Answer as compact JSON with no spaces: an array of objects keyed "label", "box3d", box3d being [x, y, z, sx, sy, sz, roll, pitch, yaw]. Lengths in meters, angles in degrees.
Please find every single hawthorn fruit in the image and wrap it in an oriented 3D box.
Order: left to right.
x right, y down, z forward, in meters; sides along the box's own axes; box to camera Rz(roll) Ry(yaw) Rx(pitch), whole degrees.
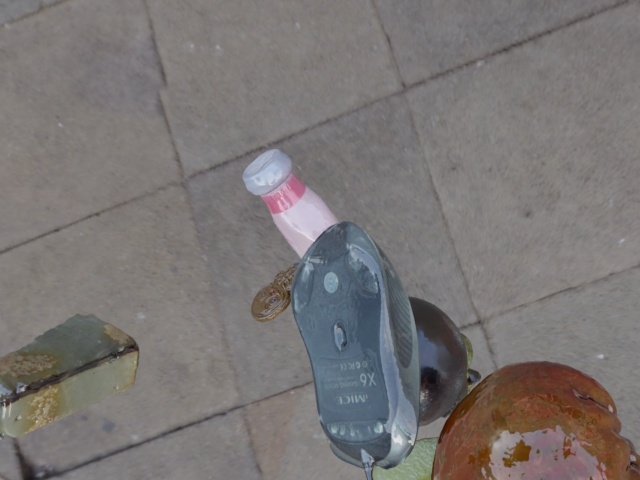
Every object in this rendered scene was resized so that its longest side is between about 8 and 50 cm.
[{"label":"hawthorn fruit","box3d":[0.365,0.416,1.343,0.402,0.403,0.403,-1,82,11]}]

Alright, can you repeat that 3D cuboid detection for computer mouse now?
[{"label":"computer mouse","box3d":[0.058,0.164,0.940,0.167,0.090,0.380,-13,80,47]}]

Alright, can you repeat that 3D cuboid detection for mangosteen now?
[{"label":"mangosteen","box3d":[0.202,0.275,1.775,0.329,0.330,0.330,-1,82,11]}]

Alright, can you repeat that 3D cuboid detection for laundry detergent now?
[{"label":"laundry detergent","box3d":[0.000,0.000,1.245,0.088,0.159,0.335,-44,117,-12]}]

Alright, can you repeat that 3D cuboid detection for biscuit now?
[{"label":"biscuit","box3d":[-0.101,0.121,1.836,0.175,0.026,0.124,-48,32,-12]}]

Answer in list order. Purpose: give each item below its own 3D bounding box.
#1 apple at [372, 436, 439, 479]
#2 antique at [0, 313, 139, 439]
[{"label":"apple","box3d":[0.259,0.544,1.561,0.345,0.179,0.254,-1,100,-2]},{"label":"antique","box3d":[-0.481,0.247,1.379,0.150,0.284,0.125,29,122,25]}]
